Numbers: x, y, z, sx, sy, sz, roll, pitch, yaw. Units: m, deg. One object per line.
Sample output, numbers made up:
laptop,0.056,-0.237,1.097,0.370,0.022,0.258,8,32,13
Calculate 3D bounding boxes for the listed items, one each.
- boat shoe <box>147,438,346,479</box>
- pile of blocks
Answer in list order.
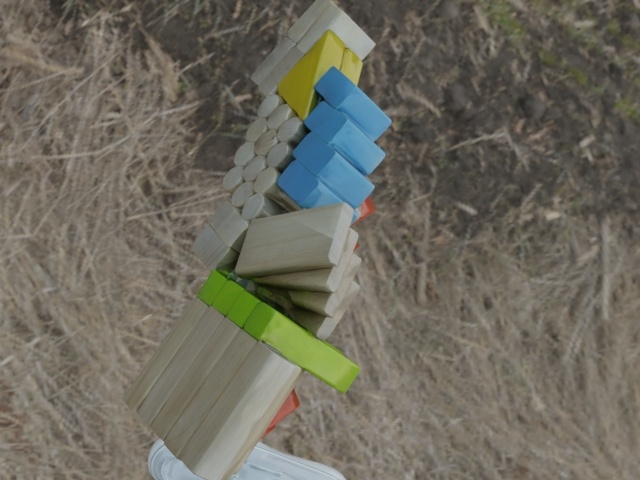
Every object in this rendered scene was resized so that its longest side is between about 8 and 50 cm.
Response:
boat shoe,-0.059,0.215,0.821,0.184,0.063,0.066,23,101,-12
pile of blocks,0.000,0.000,0.655,0.112,0.149,0.362,37,61,-38
